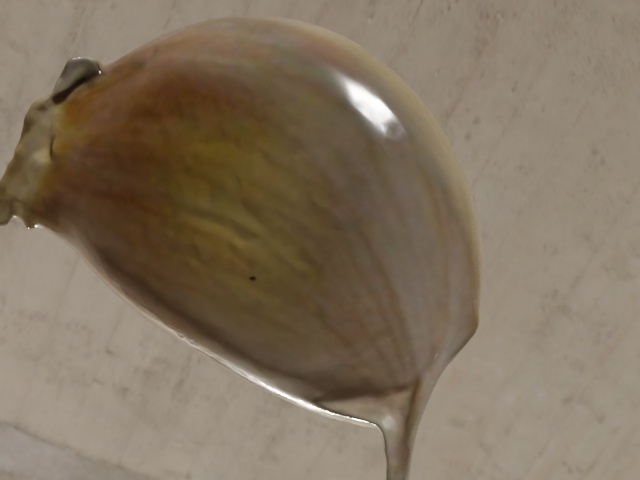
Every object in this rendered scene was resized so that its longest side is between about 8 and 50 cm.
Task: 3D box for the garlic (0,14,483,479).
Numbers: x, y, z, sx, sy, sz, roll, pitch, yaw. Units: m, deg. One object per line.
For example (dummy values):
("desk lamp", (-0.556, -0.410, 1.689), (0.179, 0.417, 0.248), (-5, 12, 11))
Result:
("garlic", (0.004, 0.000, 0.528), (0.266, 0.128, 0.148), (39, -65, 20))
